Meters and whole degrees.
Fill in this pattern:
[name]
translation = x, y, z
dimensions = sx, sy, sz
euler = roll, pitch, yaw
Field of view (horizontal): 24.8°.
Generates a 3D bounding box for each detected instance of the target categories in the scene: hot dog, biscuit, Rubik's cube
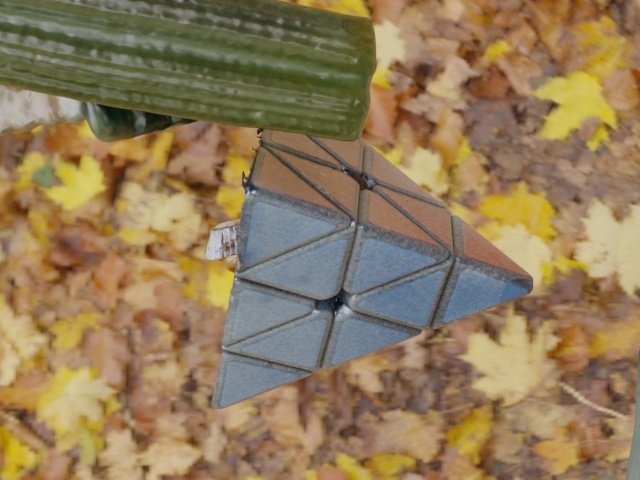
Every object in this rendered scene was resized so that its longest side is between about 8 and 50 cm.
[hot dog]
translation = -0.024, -0.005, 1.500
dimensions = 0.191, 0.108, 0.059
euler = -12, 100, -16
[biscuit]
translation = -0.115, -0.137, 0.992
dimensions = 0.322, 0.038, 0.099
euler = 9, 89, -17
[Rubik's cube]
translation = 0.000, -0.002, 1.248
dimensions = 0.228, 0.229, 0.233
euler = 0, 120, 53

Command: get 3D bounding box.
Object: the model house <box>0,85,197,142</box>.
[model house]
translation = -0.211, -0.299, 1.096
dimensions = 0.400, 0.395, 0.445
euler = -4, 104, 19

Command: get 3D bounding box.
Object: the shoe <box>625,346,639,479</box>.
[shoe]
translation = 0.251, 0.119, 0.909
dimensions = 0.100, 0.103, 0.251
euler = 13, 90, -14
